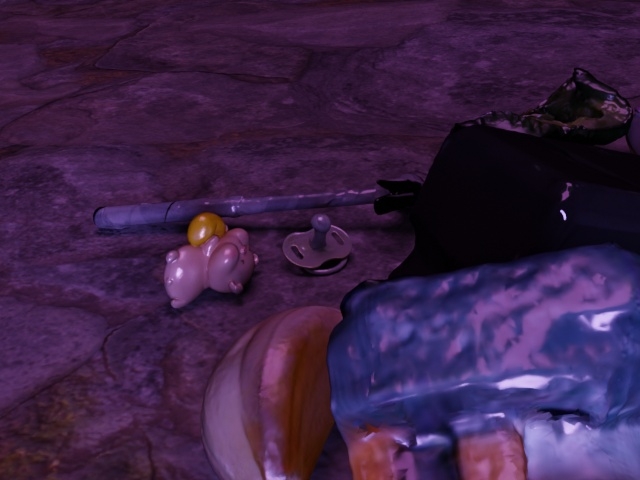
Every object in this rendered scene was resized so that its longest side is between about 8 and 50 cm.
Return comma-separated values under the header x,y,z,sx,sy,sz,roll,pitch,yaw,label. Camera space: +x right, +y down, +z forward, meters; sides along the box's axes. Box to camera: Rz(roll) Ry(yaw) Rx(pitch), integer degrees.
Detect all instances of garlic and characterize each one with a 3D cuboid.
x,y,z,sx,sy,sz,roll,pitch,yaw,label
-0.019,0.109,0.634,0.128,0.115,0.206,9,27,37,garlic

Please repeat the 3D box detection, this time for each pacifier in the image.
x,y,z,sx,sy,sz,roll,pitch,yaw,label
0.000,0.000,0.890,0.083,0.064,0.068,-18,48,-25,pacifier

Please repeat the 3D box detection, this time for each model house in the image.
x,y,z,sx,sy,sz,roll,pitch,yaw,label
0.114,0.186,0.367,0.184,0.253,0.291,-11,43,16,model house

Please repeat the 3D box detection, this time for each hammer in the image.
x,y,z,sx,sy,sz,roll,pitch,yaw,label
-0.079,-0.043,0.989,0.427,0.044,0.152,-4,5,12,hammer

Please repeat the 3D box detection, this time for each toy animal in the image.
x,y,z,sx,sy,sz,roll,pitch,yaw,label
-0.111,0.022,0.845,0.082,0.091,0.114,24,35,19,toy animal

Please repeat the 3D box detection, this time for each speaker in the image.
x,y,z,sx,sy,sz,roll,pitch,yaw,label
0.252,0.018,0.730,0.388,0.184,0.180,5,23,-26,speaker

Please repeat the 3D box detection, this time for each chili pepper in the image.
x,y,z,sx,sy,sz,roll,pitch,yaw,label
0.301,-0.144,1.093,0.264,0.116,0.148,-19,43,-25,chili pepper

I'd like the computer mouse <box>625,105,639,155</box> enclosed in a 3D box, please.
x,y,z,sx,sy,sz,roll,pitch,yaw,label
0.507,-0.102,1.002,0.158,0.072,0.310,-7,29,-2,computer mouse
